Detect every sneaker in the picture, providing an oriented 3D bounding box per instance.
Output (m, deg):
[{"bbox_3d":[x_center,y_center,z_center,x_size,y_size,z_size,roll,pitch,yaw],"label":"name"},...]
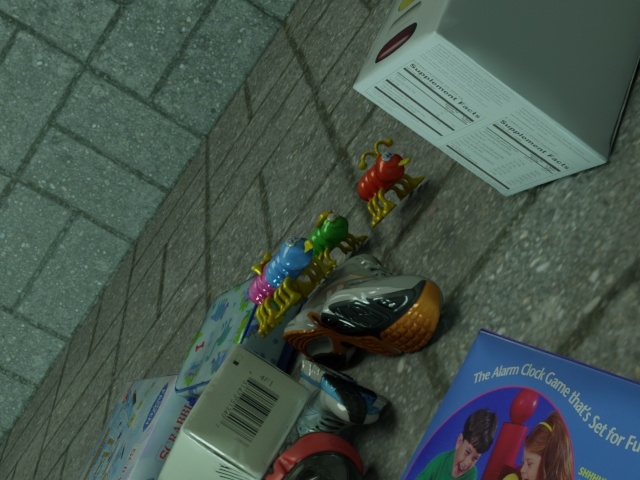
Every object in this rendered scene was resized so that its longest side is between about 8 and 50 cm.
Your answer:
[{"bbox_3d":[0.012,0.181,0.945,0.083,0.071,0.190,-67,11,-5],"label":"sneaker"},{"bbox_3d":[-0.040,0.309,0.809,0.276,0.097,0.135,-58,16,-3],"label":"sneaker"},{"bbox_3d":[0.050,0.057,0.984,0.262,0.099,0.121,-24,35,58],"label":"sneaker"}]

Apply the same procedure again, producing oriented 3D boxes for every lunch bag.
[{"bbox_3d":[-0.113,0.150,1.257,0.219,0.090,0.176,-29,34,56],"label":"lunch bag"}]

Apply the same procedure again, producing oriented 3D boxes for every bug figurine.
[{"bbox_3d":[0.000,0.000,1.078,0.279,0.072,0.216,-43,-4,-40],"label":"bug figurine"}]

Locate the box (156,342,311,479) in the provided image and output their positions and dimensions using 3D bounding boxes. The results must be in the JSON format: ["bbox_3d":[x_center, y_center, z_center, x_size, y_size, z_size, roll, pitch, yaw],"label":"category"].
[{"bbox_3d":[-0.102,0.218,0.983,0.113,0.094,0.275,-57,-2,-28],"label":"box"}]

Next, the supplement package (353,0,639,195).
[{"bbox_3d":[0.189,-0.216,0.869,0.145,0.204,0.262,-21,41,61],"label":"supplement package"}]

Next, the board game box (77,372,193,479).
[{"bbox_3d":[-0.318,0.376,1.469,0.318,0.066,0.319,-21,41,62],"label":"board game box"}]

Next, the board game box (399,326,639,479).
[{"bbox_3d":[0.151,0.197,0.526,0.233,0.078,0.347,-61,19,-5],"label":"board game box"}]
